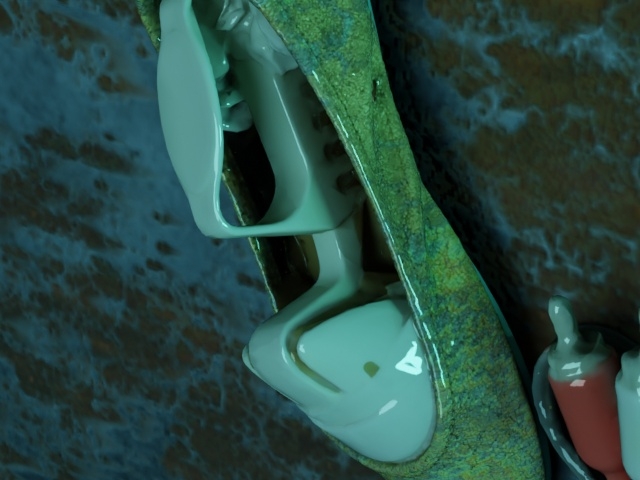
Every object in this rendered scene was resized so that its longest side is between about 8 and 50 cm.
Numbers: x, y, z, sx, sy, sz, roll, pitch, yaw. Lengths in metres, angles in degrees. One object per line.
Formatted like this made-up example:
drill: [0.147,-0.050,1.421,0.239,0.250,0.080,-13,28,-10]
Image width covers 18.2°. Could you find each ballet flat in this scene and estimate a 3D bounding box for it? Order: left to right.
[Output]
ballet flat: [0.000,0.000,0.929,0.123,0.123,0.349,-12,102,41]

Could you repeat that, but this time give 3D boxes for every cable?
cable: [0.156,0.149,0.905,0.139,0.072,0.287,8,115,41]
